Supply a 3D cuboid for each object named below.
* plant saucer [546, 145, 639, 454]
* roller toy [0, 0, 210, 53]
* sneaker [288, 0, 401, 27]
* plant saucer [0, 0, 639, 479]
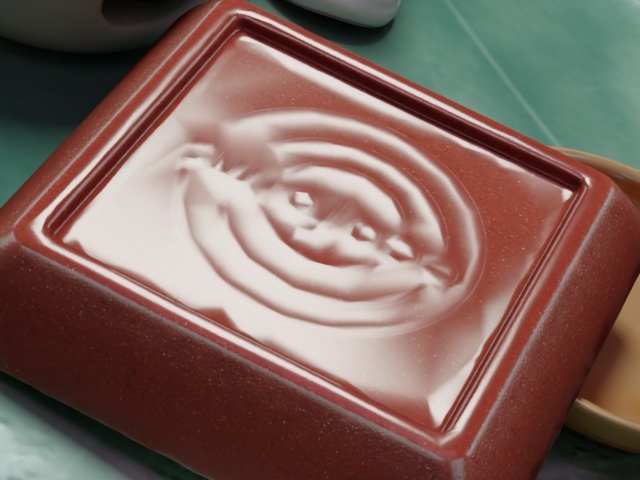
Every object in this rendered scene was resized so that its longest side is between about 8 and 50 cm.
[{"bbox_3d":[0.140,0.033,0.963,0.200,0.037,0.200,16,38,-13],"label":"plant saucer"},{"bbox_3d":[-0.120,-0.200,0.990,0.209,0.146,0.191,13,40,-18],"label":"roller toy"},{"bbox_3d":[0.027,-0.224,1.142,0.095,0.104,0.236,16,38,-12],"label":"sneaker"},{"bbox_3d":[0.000,0.000,0.868,0.258,0.047,0.259,26,44,9],"label":"plant saucer"}]
